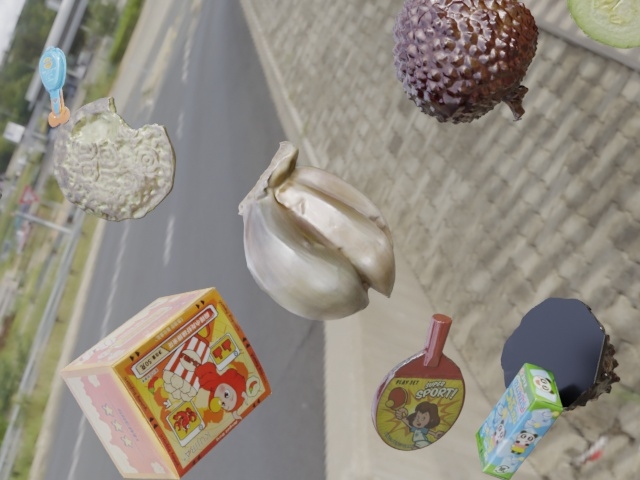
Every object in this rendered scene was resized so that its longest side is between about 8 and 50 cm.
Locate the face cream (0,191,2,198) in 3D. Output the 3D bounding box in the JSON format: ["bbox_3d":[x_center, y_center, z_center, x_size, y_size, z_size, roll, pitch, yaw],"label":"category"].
[{"bbox_3d":[-0.512,-0.089,1.443,0.021,0.040,0.083,-57,46,17],"label":"face cream"}]

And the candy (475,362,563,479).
[{"bbox_3d":[0.345,0.318,1.665,0.097,0.062,0.194,-88,21,-57],"label":"candy"}]

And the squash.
[{"bbox_3d":[0.549,-0.452,1.698,0.219,0.219,0.041,-57,12,31],"label":"squash"}]

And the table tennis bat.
[{"bbox_3d":[0.207,0.291,1.923,0.038,0.200,0.310,-125,43,-59],"label":"table tennis bat"}]

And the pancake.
[{"bbox_3d":[-0.369,-0.140,1.693,0.212,0.235,0.029,-56,-4,8],"label":"pancake"}]

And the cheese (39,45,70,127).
[{"bbox_3d":[-0.354,-0.207,1.268,0.047,0.017,0.111,-13,81,30],"label":"cheese"}]

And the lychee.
[{"bbox_3d":[0.263,-0.327,1.681,0.264,0.300,0.264,-45,12,12],"label":"lychee"}]

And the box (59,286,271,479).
[{"bbox_3d":[-0.291,0.276,1.841,0.214,0.259,0.283,-11,21,44],"label":"box"}]

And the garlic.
[{"bbox_3d":[0.000,0.000,1.595,0.279,0.325,0.132,-49,3,-34],"label":"garlic"}]

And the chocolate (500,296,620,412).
[{"bbox_3d":[0.476,0.230,1.774,0.224,0.177,0.206,-2,65,51],"label":"chocolate"}]
